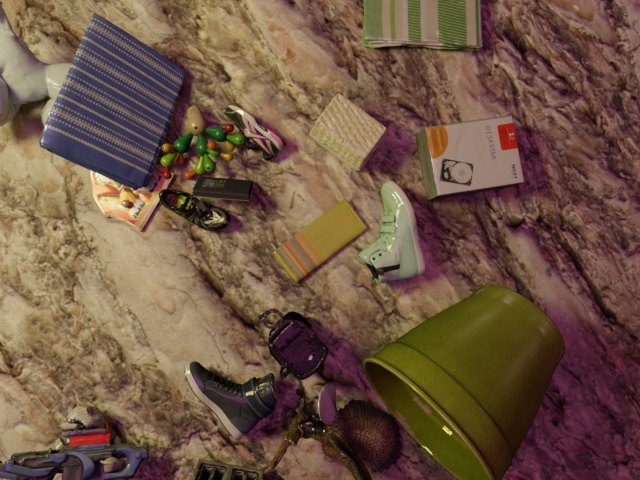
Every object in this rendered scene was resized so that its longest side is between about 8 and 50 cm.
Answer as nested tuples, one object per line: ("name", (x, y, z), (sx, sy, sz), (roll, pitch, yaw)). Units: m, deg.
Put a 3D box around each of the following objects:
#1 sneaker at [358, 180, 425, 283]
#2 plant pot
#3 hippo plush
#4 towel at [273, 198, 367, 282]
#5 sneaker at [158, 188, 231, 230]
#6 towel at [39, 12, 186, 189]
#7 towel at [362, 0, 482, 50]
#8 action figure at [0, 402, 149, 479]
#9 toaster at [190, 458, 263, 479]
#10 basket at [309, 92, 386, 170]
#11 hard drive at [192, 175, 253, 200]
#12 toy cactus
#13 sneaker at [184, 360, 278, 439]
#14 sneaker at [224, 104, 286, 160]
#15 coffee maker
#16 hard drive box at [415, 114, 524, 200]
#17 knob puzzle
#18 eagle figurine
("sneaker", (0.161, -0.017, 1.126), (0.151, 0.094, 0.255), (-16, 90, -12))
("plant pot", (0.350, 0.297, 1.020), (0.353, 0.366, 0.366), (-39, 90, -17))
("hippo plush", (-0.663, -0.371, 1.059), (0.237, 0.234, 0.294), (13, 101, -34))
("towel", (0.000, 0.000, 1.155), (0.237, 0.021, 0.102), (-37, 95, -7))
("sneaker", (-0.314, -0.075, 1.102), (0.188, 0.078, 0.067), (24, 85, -3))
("towel", (-0.472, -0.313, 1.045), (0.243, 0.040, 0.335), (26, 74, -42))
("towel", (0.276, -0.635, 1.212), (0.325, 0.038, 0.247), (1, 85, -3))
("action figure", (-0.587, 0.530, 0.996), (0.342, 0.179, 0.330), (17, 79, -28))
("toaster", (-0.224, 0.592, 1.013), (0.168, 0.186, 0.110), (11, 90, -3))
("basket", (0.069, -0.275, 1.135), (0.167, 0.103, 0.113), (36, 83, -1))
("hard drive", (-0.239, -0.129, 1.106), (0.135, 0.094, 0.022), (4, 119, -4))
("toy cactus", (-0.304, -0.252, 1.108), (0.219, 0.112, 0.180), (-21, 73, 11))
("sneaker", (-0.202, 0.345, 1.072), (0.163, 0.086, 0.226), (-37, 100, 5))
("sneaker", (-0.179, -0.271, 1.134), (0.178, 0.072, 0.077), (38, 95, 4))
("coffee maker", (-0.067, 0.222, 1.052), (0.120, 0.178, 0.171), (-23, 91, -8))
("hard drive box", (0.386, -0.214, 1.165), (0.232, 0.089, 0.181), (-10, 88, -6))
("knob puzzle", (-0.494, -0.143, 1.116), (0.213, 0.030, 0.213), (0, 86, -4))
("eagle figurine", (0.065, 0.488, 1.048), (0.299, 0.225, 0.226), (24, 74, 8))
